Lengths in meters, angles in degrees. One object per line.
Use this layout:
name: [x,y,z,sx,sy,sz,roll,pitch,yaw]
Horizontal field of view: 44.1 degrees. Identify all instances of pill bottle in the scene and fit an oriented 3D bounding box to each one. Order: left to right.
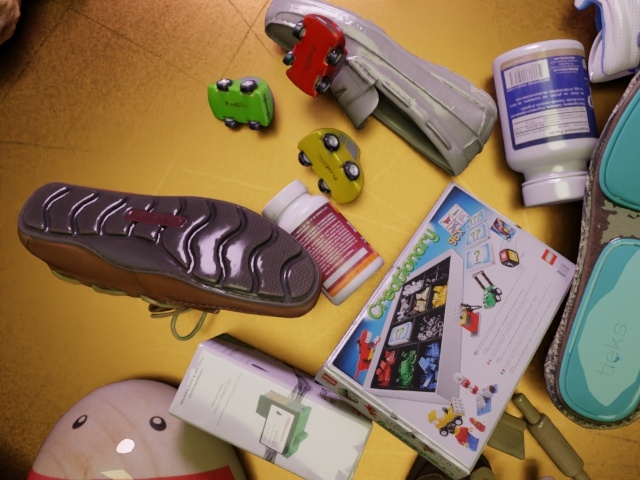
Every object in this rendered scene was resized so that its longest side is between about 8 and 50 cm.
pill bottle: [0.000,0.000,0.988,0.086,0.086,0.152,-42,86,1]
pill bottle: [0.278,-0.138,0.964,0.112,0.112,0.187,-8,88,3]

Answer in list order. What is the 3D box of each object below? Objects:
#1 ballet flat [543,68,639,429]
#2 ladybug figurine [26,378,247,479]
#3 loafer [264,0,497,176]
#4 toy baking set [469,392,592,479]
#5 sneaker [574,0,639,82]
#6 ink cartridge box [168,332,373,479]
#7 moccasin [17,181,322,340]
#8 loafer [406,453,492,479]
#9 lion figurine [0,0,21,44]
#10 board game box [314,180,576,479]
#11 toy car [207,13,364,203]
ballet flat: [0.378,-0.020,0.915,0.164,0.182,0.483,19,102,16]
ladybug figurine: [-0.230,0.398,0.947,0.305,0.162,0.449,-4,88,3]
loafer: [0.063,-0.193,0.980,0.319,0.112,0.111,30,81,4]
toy baking set: [0.259,0.313,0.933,0.256,0.030,0.197,48,52,-10]
sneaker: [0.458,-0.234,0.970,0.236,0.130,0.323,-32,104,23]
ink cartridge box: [-0.050,0.201,0.946,0.219,0.160,0.092,24,89,3]
moccasin: [-0.182,0.031,0.968,0.380,0.147,0.139,6,54,10]
loafer: [0.106,0.421,0.941,0.134,0.130,0.366,18,89,4]
lion figurine: [-0.464,-0.408,1.025,0.240,0.142,0.392,-20,72,10]
board game box: [0.156,0.094,0.925,0.193,0.053,0.305,36,62,5]
toy car: [-0.044,-0.171,0.979,0.225,0.053,0.239,14,129,34]
